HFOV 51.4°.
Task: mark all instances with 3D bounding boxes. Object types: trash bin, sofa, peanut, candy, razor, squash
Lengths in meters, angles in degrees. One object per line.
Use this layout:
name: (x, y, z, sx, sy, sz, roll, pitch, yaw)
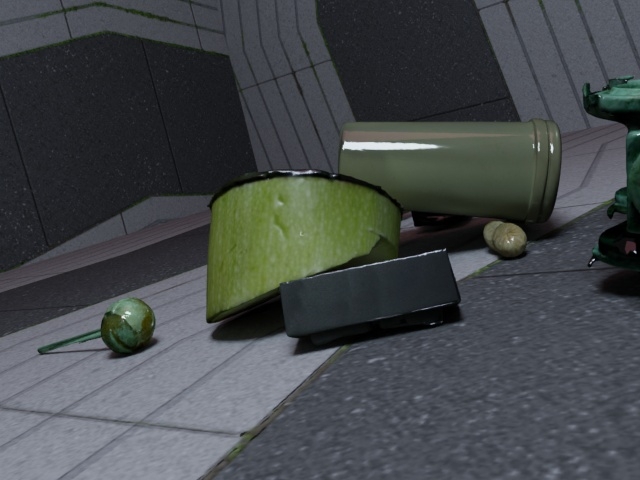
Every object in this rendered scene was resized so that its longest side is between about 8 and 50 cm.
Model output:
trash bin: (0.154, -0.086, 0.839, 0.247, 0.121, 0.243, 3, 3, 7)
sofa: (0.045, 0.054, 0.577, 0.147, 0.060, 0.085, -13, -9, 5)
peanut: (0.201, -0.001, 0.731, 0.037, 0.037, 0.083, -15, 10, -7)
candy: (-0.259, 0.108, 0.741, 0.202, 0.061, 0.061, -18, 4, 34)
razor: (0.195, -0.056, 1.043, 0.089, 0.054, 0.148, -10, 9, 22)
squash: (-0.012, 0.017, 0.703, 0.220, 0.133, 0.220, -4, -18, -1)

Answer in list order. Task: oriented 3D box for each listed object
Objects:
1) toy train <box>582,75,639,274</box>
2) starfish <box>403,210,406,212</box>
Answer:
toy train: (0.361, -0.071, 0.550, 0.253, 0.160, 0.397, 0, 13, 28)
starfish: (0.078, -0.059, 1.164, 0.301, 0.084, 0.293, -12, 9, 44)
